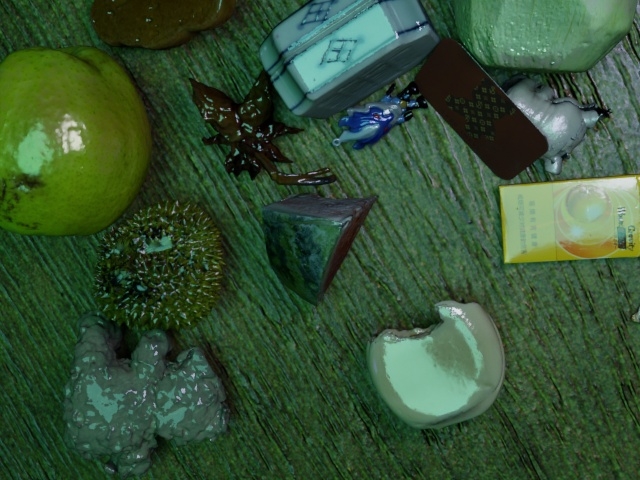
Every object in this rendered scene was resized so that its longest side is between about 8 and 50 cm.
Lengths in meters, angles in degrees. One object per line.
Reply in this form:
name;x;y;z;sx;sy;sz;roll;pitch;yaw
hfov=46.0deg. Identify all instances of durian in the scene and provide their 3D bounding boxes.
durian;-0.320;0.065;1.528;0.291;0.225;0.291;-2;66;3

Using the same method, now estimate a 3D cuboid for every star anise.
star anise;-0.110;-0.205;1.460;0.346;0.148;0.237;39;109;15

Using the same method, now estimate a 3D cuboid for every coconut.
coconut;0.372;-0.441;1.235;0.328;0.281;0.329;11;104;50

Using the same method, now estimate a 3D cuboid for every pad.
pad;0.284;-0.231;1.358;0.004;0.181;0.267;-41;86;-22

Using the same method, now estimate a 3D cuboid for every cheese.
cheese;0.223;0.234;1.459;0.266;0.127;0.233;-20;94;15

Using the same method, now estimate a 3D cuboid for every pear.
pear;-0.505;-0.199;1.452;0.390;0.391;0.391;2;100;14

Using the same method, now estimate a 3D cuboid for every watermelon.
watermelon;0.000;0.000;1.447;0.193;0.310;0.232;5;63;13

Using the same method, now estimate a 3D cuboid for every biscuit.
biscuit;-0.319;-0.531;1.466;0.381;0.074;0.359;-35;79;33

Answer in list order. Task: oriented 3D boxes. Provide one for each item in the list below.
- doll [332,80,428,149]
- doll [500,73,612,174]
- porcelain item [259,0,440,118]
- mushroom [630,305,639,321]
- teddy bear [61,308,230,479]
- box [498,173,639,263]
doll;0.107;-0.233;1.443;0.195;0.070;0.096;-28;122;13
doll;0.399;-0.218;1.357;0.192;0.095;0.149;33;103;10
porcelain item;0.052;-0.346;1.322;0.281;0.286;0.157;-29;89;18
mushroom;0.678;0.051;1.371;0.028;0.026;0.286;40;105;-12
teddy bear;-0.368;0.345;1.613;0.367;0.224;0.358;8;100;-3
box;0.472;-0.039;1.394;0.269;0.043;0.153;-5;98;16
